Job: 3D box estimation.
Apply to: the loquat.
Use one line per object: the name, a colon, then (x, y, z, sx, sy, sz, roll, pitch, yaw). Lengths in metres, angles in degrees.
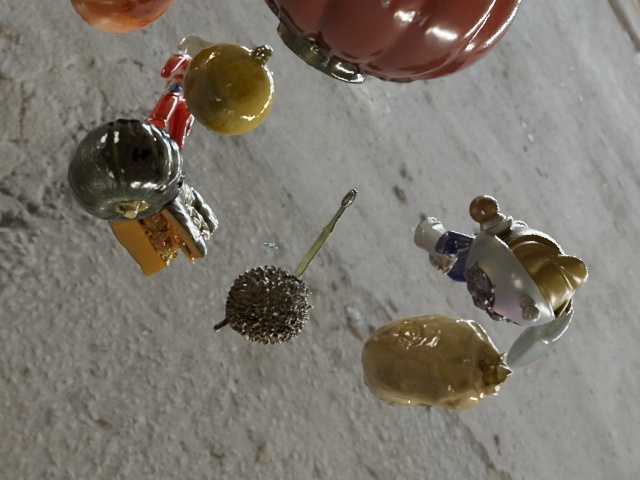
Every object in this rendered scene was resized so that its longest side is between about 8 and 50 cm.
loquat: (-0.163, -0.287, 1.400, 0.172, 0.204, 0.149, 49, 19, 7)

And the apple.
apple: (-0.362, -0.546, 1.393, 0.251, 0.163, 0.293, -52, 120, -28)

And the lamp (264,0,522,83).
lamp: (0.064, -0.295, 0.769, 0.303, 0.257, 0.303, 27, 25, -14)

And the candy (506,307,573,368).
candy: (0.504, 0.221, 1.736, 0.138, 0.174, 0.071, -36, 72, -30)

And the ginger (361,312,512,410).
ginger: (0.165, 0.186, 1.160, 0.152, 0.267, 0.137, 38, 60, -27)

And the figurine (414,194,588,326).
figurine: (0.220, 0.024, 1.016, 0.274, 0.133, 0.193, 35, -19, 41)

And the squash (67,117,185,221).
squash: (-0.307, -0.109, 1.196, 0.193, 0.193, 0.155, -20, 97, -58)

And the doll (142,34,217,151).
doll: (-0.318, -0.343, 1.731, 0.188, 0.099, 0.383, 88, 11, -47)

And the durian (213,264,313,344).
durian: (-0.093, 0.124, 1.306, 0.189, 0.091, 0.148, -17, 105, -17)

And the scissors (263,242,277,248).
scissors: (-0.119, 0.011, 1.871, 0.083, 0.036, 0.006, -42, 148, -82)

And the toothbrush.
toothbrush: (0.001, 0.000, 1.778, 0.026, 0.294, 0.028, 36, 18, 9)

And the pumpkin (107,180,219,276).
pumpkin: (-0.306, -0.015, 1.433, 0.139, 0.190, 0.280, 57, 7, -13)
